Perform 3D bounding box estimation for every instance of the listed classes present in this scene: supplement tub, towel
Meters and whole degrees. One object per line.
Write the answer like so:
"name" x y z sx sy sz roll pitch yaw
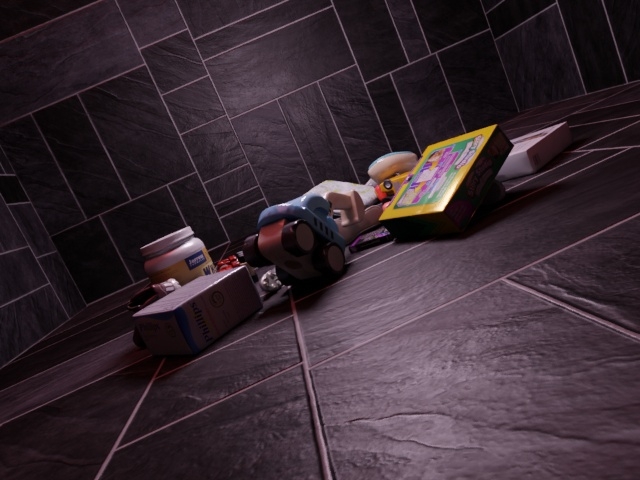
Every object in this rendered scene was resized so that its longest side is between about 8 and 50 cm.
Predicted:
"supplement tub" -0.502 0.129 1.734 0.228 0.317 0.228 -23 10 4
"towel" 0.117 -0.236 2.558 0.374 0.090 0.320 13 31 29

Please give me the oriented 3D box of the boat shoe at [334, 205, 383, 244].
"boat shoe" 0.106 -0.044 1.883 0.334 0.112 0.095 -23 -4 -25

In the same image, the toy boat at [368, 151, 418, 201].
"toy boat" 0.337 -0.342 2.399 0.267 0.148 0.318 -11 -28 -22

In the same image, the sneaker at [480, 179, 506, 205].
"sneaker" 0.522 -0.168 1.561 0.091 0.094 0.258 -12 11 -24

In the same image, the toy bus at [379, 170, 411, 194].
"toy bus" 0.438 -0.265 2.166 0.332 0.130 0.108 -14 15 47

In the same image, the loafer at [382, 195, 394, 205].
"loafer" 0.346 -0.156 2.004 0.078 0.080 0.220 -18 11 -28

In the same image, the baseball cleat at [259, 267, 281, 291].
"baseball cleat" -0.177 0.147 1.659 0.109 0.072 0.206 -35 0 25

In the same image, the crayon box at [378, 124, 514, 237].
"crayon box" 0.395 -0.179 1.510 0.363 0.106 0.313 -54 22 -20

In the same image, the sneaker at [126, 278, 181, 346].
"sneaker" -0.593 0.244 1.565 0.282 0.106 0.162 -57 -23 13

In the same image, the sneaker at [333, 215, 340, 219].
"sneaker" 0.025 -0.165 2.625 0.318 0.131 0.112 -19 10 17

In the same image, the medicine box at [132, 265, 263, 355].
"medicine box" -0.377 0.218 1.458 0.263 0.149 0.289 -15 14 44

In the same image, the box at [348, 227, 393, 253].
"box" 0.189 -0.007 1.675 0.162 0.029 0.116 -20 11 28

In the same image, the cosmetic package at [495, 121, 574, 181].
"cosmetic package" 0.768 -0.330 1.843 0.377 0.098 0.284 -31 9 -37

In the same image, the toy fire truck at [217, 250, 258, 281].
"toy fire truck" -0.392 0.153 1.947 0.246 0.159 0.217 -15 8 -13

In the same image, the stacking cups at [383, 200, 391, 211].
"stacking cups" 0.391 -0.166 1.822 0.316 0.096 0.096 -20 10 26

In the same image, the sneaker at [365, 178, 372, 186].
"sneaker" 0.345 -0.308 2.716 0.126 0.128 0.321 -21 -17 -22

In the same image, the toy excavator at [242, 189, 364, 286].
"toy excavator" -0.008 -0.063 1.600 0.222 0.432 0.446 -17 51 38
